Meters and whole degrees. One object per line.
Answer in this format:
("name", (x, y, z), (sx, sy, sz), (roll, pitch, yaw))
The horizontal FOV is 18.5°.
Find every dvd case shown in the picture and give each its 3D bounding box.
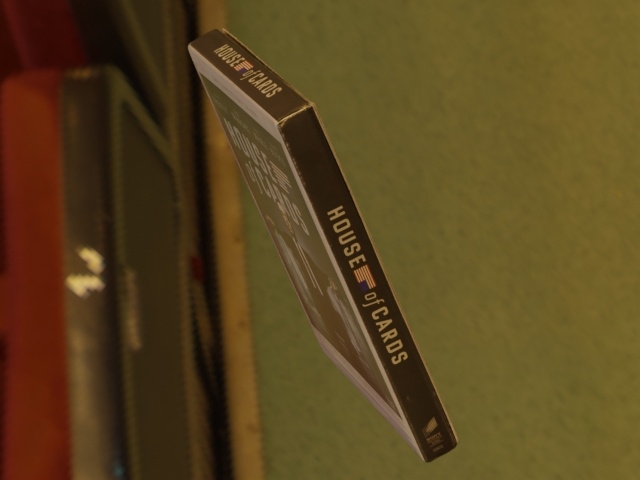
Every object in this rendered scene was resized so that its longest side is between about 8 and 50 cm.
("dvd case", (0.000, 0.000, 1.177), (0.029, 0.238, 0.179), (-29, 26, -9))
